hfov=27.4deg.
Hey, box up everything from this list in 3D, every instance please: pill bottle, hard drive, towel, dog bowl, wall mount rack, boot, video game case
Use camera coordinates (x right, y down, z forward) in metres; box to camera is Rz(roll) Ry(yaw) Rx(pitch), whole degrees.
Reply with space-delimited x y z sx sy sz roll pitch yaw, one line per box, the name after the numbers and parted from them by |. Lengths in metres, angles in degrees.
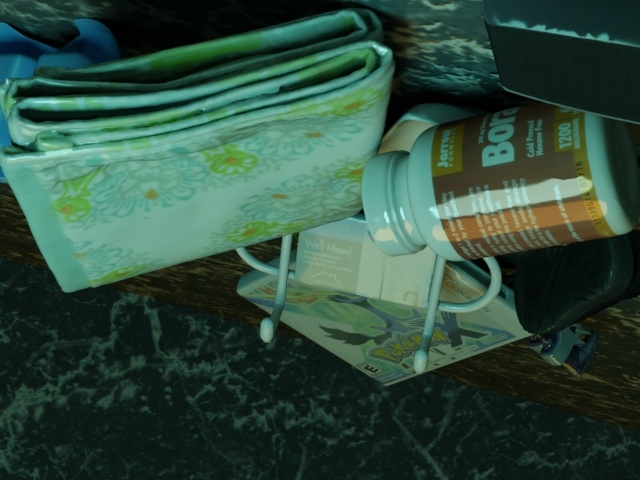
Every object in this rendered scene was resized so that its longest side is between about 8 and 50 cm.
0.150 -0.048 1.108 0.216 0.121 0.121 -11 158 25 | pill bottle
0.238 -0.127 0.908 0.254 0.054 0.172 12 169 16 | hard drive
-0.103 -0.066 1.166 0.320 0.090 0.374 -12 163 -7 | towel
-0.282 -0.130 1.317 0.297 0.166 0.074 5 164 41 | dog bowl
0.049 0.006 1.588 0.350 0.130 0.304 11 124 7 | wall mount rack
0.337 0.042 1.364 0.207 0.094 0.246 2 165 -17 | boot
0.092 0.087 1.825 0.300 0.036 0.329 34 143 -25 | video game case

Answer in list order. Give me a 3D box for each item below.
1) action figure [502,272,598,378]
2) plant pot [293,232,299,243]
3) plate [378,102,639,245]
0.264 0.099 1.911 0.285 0.099 0.185 27 173 -22 | action figure
0.000 0.000 1.838 0.083 0.083 0.079 9 156 32 | plant pot
0.181 -0.068 1.307 0.278 0.045 0.277 17 168 -9 | plate
